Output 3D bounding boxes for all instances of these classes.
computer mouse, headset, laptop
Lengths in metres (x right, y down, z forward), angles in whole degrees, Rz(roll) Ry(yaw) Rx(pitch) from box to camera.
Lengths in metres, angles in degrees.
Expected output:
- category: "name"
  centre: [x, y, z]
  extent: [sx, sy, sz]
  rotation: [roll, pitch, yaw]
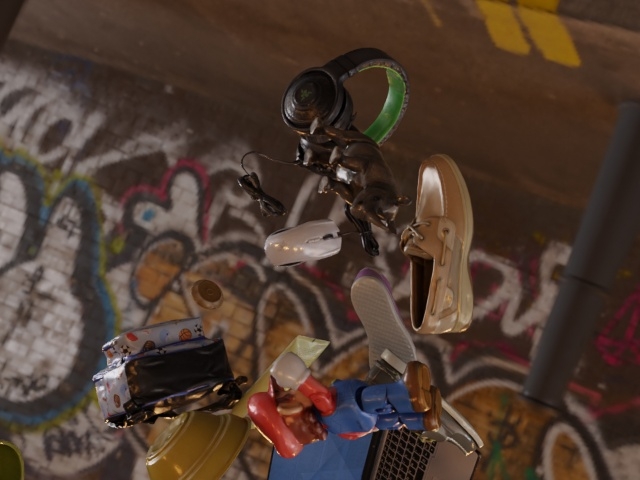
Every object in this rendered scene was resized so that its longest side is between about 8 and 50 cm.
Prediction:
- category: "computer mouse"
  centre: [0.000, 0.000, 1.706]
  extent: [0.193, 0.106, 0.042]
  rotation: [-16, 179, -8]
- category: "headset"
  centre: [0.020, -0.199, 1.896]
  extent: [0.185, 0.394, 0.243]
  rotation: [48, 166, 35]
- category: "laptop"
  centre: [0.109, 0.559, 2.329]
  extent: [0.408, 0.381, 0.236]
  rotation: [35, -139, 31]

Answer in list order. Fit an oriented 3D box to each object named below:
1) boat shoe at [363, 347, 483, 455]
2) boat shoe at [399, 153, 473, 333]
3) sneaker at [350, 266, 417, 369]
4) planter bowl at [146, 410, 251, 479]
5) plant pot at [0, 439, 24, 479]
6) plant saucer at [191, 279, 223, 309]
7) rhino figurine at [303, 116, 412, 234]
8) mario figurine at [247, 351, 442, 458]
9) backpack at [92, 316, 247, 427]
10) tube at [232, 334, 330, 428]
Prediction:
- category: "boat shoe"
  centre: [0.194, 0.323, 1.876]
  extent: [0.305, 0.091, 0.109]
  rotation: [44, 175, -28]
- category: "boat shoe"
  centre: [0.213, 0.005, 1.857]
  extent: [0.110, 0.341, 0.122]
  rotation: [-2, 174, -24]
- category: "sneaker"
  centre: [0.144, 0.188, 2.133]
  extent: [0.102, 0.282, 0.161]
  rotation: [-14, -169, 7]
- category: "planter bowl"
  centre: [-0.218, 0.344, 1.614]
  extent: [0.090, 0.217, 0.217]
  rotation: [44, 171, -10]
- category: "plant pot"
  centre: [-0.931, 0.562, 2.241]
  extent: [0.353, 0.366, 0.366]
  rotation: [18, 174, 18]
- category: "plant saucer"
  centre: [-0.264, 0.124, 2.338]
  extent: [0.083, 0.083, 0.015]
  rotation: [24, 136, -17]
- category: "rhino figurine"
  centre: [0.054, -0.078, 1.291]
  extent: [0.106, 0.073, 0.243]
  rotation: [16, -155, -23]
- category: "mario figurine"
  centre: [0.031, 0.249, 1.643]
  extent: [0.321, 0.198, 0.170]
  rotation: [-9, -165, 16]
- category: "backpack"
  centre: [-0.340, 0.280, 2.029]
  extent: [0.277, 0.213, 0.263]
  rotation: [-3, 157, -39]
- category: "tube"
  centre: [-0.083, 0.274, 1.964]
  extent: [0.062, 0.240, 0.070]
  rotation: [40, -159, -1]
